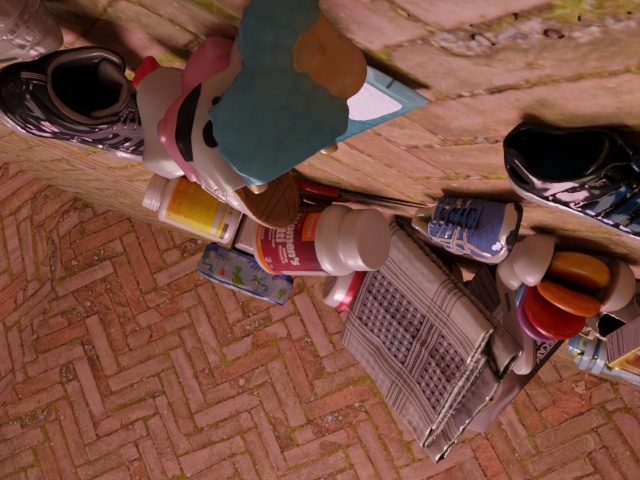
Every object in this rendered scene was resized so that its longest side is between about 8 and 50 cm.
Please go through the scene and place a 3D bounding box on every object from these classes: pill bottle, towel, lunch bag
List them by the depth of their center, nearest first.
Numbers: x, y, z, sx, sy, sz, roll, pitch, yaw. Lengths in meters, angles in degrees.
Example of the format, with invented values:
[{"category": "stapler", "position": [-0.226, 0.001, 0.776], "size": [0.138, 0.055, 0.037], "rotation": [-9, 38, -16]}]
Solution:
[{"category": "pill bottle", "position": [0.000, 0.000, 1.121], "size": [0.221, 0.121, 0.121], "rotation": [-2, 160, 39]}, {"category": "towel", "position": [0.161, 0.176, 1.124], "size": [0.056, 0.312, 0.324], "rotation": [-10, -134, -37]}, {"category": "pill bottle", "position": [0.179, 0.100, 1.340], "size": [0.319, 0.176, 0.176], "rotation": [21, 172, -7]}, {"category": "pill bottle", "position": [-0.292, -0.079, 1.514], "size": [0.215, 0.117, 0.117], "rotation": [21, 172, -9]}, {"category": "lunch bag", "position": [-0.177, 0.084, 1.579], "size": [0.219, 0.090, 0.176], "rotation": [20, 172, 12]}]

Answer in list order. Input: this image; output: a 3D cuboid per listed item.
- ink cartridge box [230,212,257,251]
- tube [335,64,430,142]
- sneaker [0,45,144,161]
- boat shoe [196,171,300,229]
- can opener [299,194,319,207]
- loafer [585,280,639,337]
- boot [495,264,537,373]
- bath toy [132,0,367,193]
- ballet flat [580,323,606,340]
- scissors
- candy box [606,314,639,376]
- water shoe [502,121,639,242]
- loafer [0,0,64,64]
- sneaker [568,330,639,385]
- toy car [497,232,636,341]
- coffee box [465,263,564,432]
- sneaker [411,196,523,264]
[{"category": "ink cartridge box", "position": [-0.093, -0.001, 1.552], "size": [0.201, 0.117, 0.278], "rotation": [21, 173, -10]}, {"category": "tube", "position": [0.018, -0.127, 0.651], "size": [0.080, 0.052, 0.207], "rotation": [18, 169, -23]}, {"category": "sneaker", "position": [-0.230, -0.153, 0.770], "size": [0.269, 0.101, 0.153], "rotation": [4, 179, -38]}, {"category": "boat shoe", "position": [-0.138, -0.108, 1.015], "size": [0.096, 0.098, 0.277], "rotation": [13, 161, 43]}, {"category": "can opener", "position": [-0.021, -0.050, 1.234], "size": [0.186, 0.059, 0.073], "rotation": [21, 172, -4]}, {"category": "loafer", "position": [0.436, 0.104, 1.036], "size": [0.094, 0.087, 0.251], "rotation": [24, 172, -25]}, {"category": "boot", "position": [0.336, 0.117, 1.037], "size": [0.086, 0.190, 0.069], "rotation": [5, 154, -10]}, {"category": "bath toy", "position": [-0.093, -0.131, 0.606], "size": [0.348, 0.151, 0.129], "rotation": [12, 131, 62]}, {"category": "ballet flat", "position": [0.531, 0.156, 1.241], "size": [0.073, 0.067, 0.206], "rotation": [21, 172, -6]}, {"category": "scissors", "position": [0.035, -0.073, 1.071], "size": [0.109, 0.021, 0.297], "rotation": [25, 171, -36]}, {"category": "candy box", "position": [0.488, 0.126, 0.875], "size": [0.109, 0.053, 0.186], "rotation": [21, 142, -9]}, {"category": "water shoe", "position": [0.243, -0.046, 0.530], "size": [0.203, 0.073, 0.080], "rotation": [15, 169, 31]}, {"category": "loafer", "position": [-0.402, -0.233, 0.723], "size": [0.319, 0.112, 0.111], "rotation": [13, 161, 39]}, {"category": "sneaker", "position": [0.643, 0.245, 1.375], "size": [0.208, 0.127, 0.319], "rotation": [19, 172, 0]}, {"category": "toy car", "position": [0.332, 0.076, 0.925], "size": [0.159, 0.136, 0.182], "rotation": [19, 172, 2]}, {"category": "coffee box", "position": [0.309, 0.202, 1.234], "size": [0.168, 0.297, 0.119], "rotation": [24, -154, -19]}, {"category": "sneaker", "position": [0.187, -0.016, 0.857], "size": [0.081, 0.080, 0.211], "rotation": [19, 172, -13]}]
